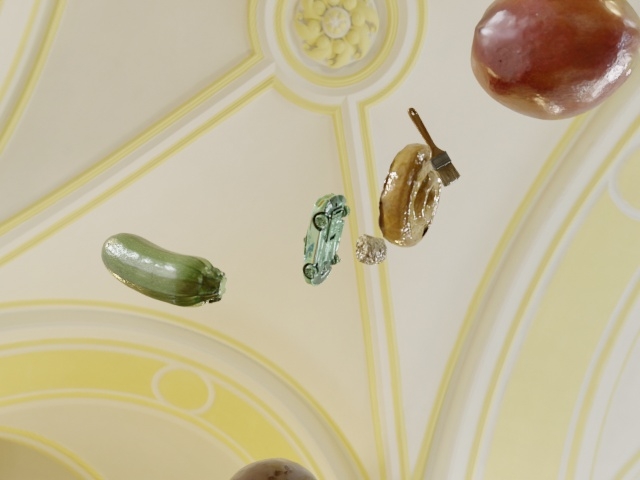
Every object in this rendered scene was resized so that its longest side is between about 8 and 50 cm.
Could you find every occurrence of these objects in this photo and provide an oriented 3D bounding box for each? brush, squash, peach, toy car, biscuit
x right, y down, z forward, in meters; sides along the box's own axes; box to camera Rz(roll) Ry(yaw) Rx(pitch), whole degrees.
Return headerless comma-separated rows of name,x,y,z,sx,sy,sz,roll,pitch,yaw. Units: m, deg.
brush,0.214,-0.183,0.885,0.043,0.014,0.169,-30,-91,-19
squash,-0.224,0.042,0.637,0.219,0.077,0.068,14,-37,24
peach,0.486,-0.410,0.983,0.333,0.307,0.307,11,-67,-2
toy car,0.000,0.000,0.844,0.058,0.093,0.186,26,-59,25
biscuit,0.261,-0.120,1.261,0.102,0.296,0.296,16,-63,31

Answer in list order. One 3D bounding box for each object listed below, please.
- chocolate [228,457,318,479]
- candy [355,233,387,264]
chocolate,-0.062,0.363,0.589,0.177,0.176,0.176,2,-68,6
candy,0.160,0.031,1.465,0.085,0.095,0.110,-19,-29,36
